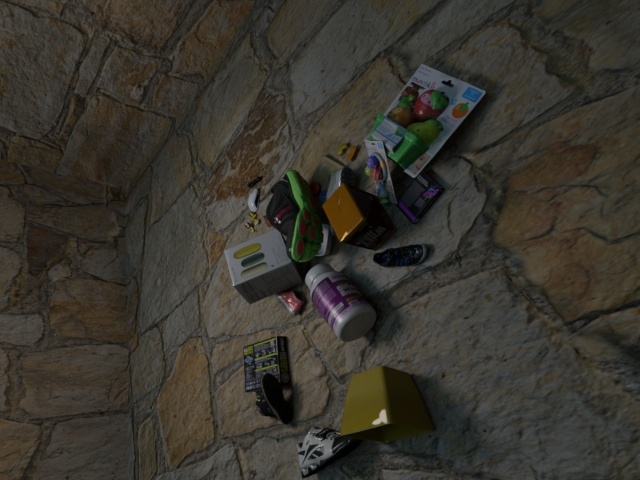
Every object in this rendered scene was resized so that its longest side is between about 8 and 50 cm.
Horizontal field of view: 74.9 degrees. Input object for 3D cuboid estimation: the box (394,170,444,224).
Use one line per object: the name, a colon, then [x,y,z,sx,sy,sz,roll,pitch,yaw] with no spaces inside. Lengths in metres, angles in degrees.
box: [0.350,-0.154,1.485,0.162,0.029,0.116,-54,46,25]

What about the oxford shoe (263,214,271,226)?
oxford shoe: [-0.188,-0.106,2.040,0.213,0.076,0.075,-10,103,43]

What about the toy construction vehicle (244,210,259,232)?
toy construction vehicle: [-0.361,-0.097,2.241,0.085,0.035,0.098,-54,48,7]

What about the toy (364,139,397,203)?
toy: [0.204,-0.244,1.531,0.137,0.056,0.237,34,148,63]

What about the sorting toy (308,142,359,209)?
sorting toy: [0.044,-0.293,1.842,0.229,0.041,0.307,40,110,45]

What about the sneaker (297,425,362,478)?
sneaker: [0.013,0.747,1.541,0.330,0.123,0.146,-45,53,30]

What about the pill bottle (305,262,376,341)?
pill bottle: [0.064,0.223,1.589,0.169,0.169,0.301,-58,45,19]

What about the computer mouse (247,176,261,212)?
computer mouse: [-0.366,-0.248,2.273,0.106,0.042,0.192,-15,69,43]

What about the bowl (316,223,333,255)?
bowl: [0.000,0.000,1.804,0.142,0.053,0.141,0,81,47]

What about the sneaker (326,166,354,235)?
sneaker: [0.077,-0.158,1.732,0.115,0.105,0.280,4,85,57]

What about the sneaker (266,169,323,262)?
sneaker: [-0.119,-0.086,1.775,0.202,0.185,0.482,-30,44,21]

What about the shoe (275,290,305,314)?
shoe: [-0.136,0.250,1.883,0.178,0.064,0.081,44,111,38]

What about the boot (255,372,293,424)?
boot: [-0.231,0.675,1.797,0.179,0.085,0.236,-15,104,48]

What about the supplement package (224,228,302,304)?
supplement package: [-0.251,0.116,1.852,0.263,0.198,0.199,-23,56,-1]

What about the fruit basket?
fruit basket: [0.340,-0.435,1.472,0.352,0.166,0.327,-55,46,17]

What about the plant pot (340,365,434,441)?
plant pot: [0.203,0.525,1.348,0.212,0.212,0.187,-35,43,36]

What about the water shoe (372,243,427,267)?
water shoe: [0.276,0.058,1.469,0.203,0.080,0.072,-22,65,42]

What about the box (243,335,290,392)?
box: [-0.254,0.573,1.923,0.270,0.060,0.216,-28,60,39]

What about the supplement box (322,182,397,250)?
supplement box: [0.146,-0.085,1.563,0.129,0.194,0.191,-47,49,29]
